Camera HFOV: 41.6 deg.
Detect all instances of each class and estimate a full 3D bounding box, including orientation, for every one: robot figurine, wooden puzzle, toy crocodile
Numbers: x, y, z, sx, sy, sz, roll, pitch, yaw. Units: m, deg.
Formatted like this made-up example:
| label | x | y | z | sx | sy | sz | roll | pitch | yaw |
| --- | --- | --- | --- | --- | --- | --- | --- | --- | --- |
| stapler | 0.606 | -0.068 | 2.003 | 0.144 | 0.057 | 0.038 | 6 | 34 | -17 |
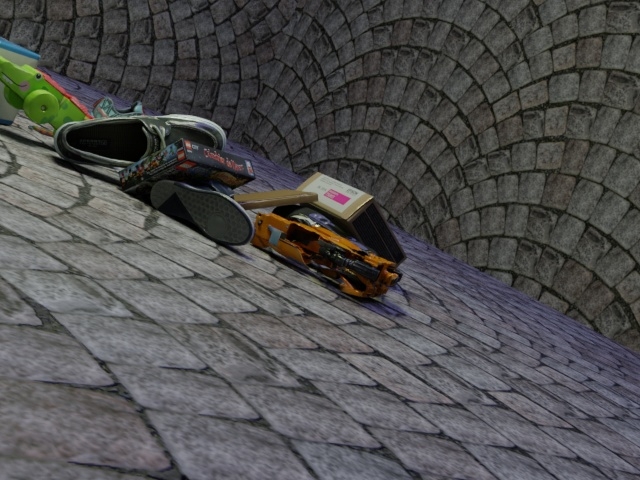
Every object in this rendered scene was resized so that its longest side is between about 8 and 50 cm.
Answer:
| label | x | y | z | sx | sy | sz | roll | pitch | yaw |
| --- | --- | --- | --- | --- | --- | --- | --- | --- | --- |
| robot figurine | 0.018 | 0.030 | 1.622 | 0.290 | 0.085 | 0.211 | 27 | 8 | 24 |
| wooden puzzle | -0.608 | -0.241 | 1.859 | 0.049 | 0.006 | 0.083 | 29 | 8 | 31 |
| toy crocodile | -0.519 | -0.256 | 1.680 | 0.115 | 0.105 | 0.340 | 30 | -11 | 44 |

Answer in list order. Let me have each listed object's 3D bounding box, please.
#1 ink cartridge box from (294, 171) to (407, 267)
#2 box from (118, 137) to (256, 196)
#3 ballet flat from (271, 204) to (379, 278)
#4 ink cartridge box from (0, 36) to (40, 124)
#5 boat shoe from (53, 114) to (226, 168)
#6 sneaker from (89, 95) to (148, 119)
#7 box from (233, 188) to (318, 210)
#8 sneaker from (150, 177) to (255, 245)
| label | x | y | z | sx | sy | sz | roll | pitch | yaw |
| --- | --- | --- | --- | --- | --- | --- | --- | --- | --- |
| ink cartridge box | 0.066 | -0.035 | 1.905 | 0.234 | 0.088 | 0.193 | 31 | -23 | 53 |
| box | -0.256 | -0.127 | 1.647 | 0.159 | 0.044 | 0.233 | -22 | -15 | 25 |
| ballet flat | 0.000 | 0.000 | 1.775 | 0.280 | 0.095 | 0.096 | 26 | 16 | 18 |
| ink cartridge box | -0.807 | -0.389 | 1.642 | 0.394 | 0.166 | 0.285 | 26 | 7 | 11 |
| boat shoe | -0.340 | -0.181 | 1.634 | 0.334 | 0.121 | 0.119 | -5 | 9 | -19 |
| sneaker | -0.490 | -0.309 | 2.272 | 0.261 | 0.125 | 0.104 | 19 | 9 | -37 |
| box | -0.130 | -0.089 | 1.841 | 0.201 | 0.021 | 0.164 | -9 | 10 | -27 |
| sneaker | -0.181 | -0.053 | 1.569 | 0.226 | 0.086 | 0.163 | 26 | 10 | 26 |
